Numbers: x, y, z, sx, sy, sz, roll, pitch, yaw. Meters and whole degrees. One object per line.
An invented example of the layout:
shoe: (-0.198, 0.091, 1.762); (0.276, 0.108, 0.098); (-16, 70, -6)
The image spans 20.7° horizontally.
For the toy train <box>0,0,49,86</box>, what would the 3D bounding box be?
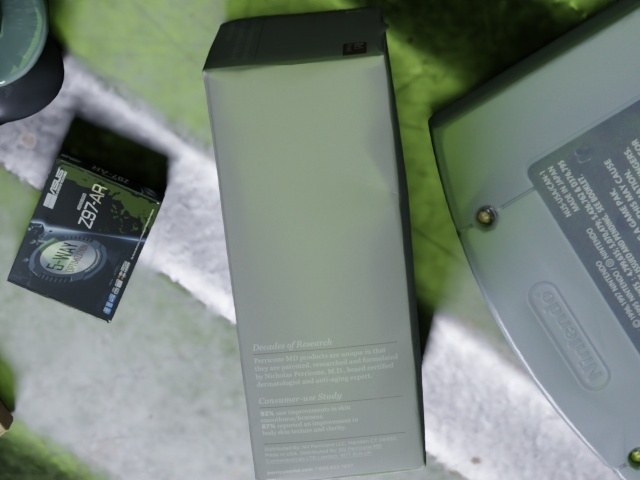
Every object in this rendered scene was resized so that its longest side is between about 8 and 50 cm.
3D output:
toy train: (-0.237, -0.205, 0.886); (0.190, 0.142, 0.334); (5, 98, 6)

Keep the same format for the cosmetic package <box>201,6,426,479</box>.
cosmetic package: (0.000, 0.000, 0.962); (0.107, 0.127, 0.238); (-8, 106, 4)

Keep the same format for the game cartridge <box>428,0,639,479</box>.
game cartridge: (0.196, 0.015, 0.999); (0.196, 0.060, 0.294); (-31, 104, 8)

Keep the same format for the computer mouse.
computer mouse: (-0.265, -0.090, 0.985); (0.242, 0.041, 0.071); (-5, 109, 4)

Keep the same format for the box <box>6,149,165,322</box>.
box: (-0.137, -0.002, 1.021); (0.067, 0.018, 0.083); (24, 108, -6)

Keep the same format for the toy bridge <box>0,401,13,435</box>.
toy bridge: (-0.280, 0.137, 1.068); (0.188, 0.026, 0.063); (-33, 102, 12)
